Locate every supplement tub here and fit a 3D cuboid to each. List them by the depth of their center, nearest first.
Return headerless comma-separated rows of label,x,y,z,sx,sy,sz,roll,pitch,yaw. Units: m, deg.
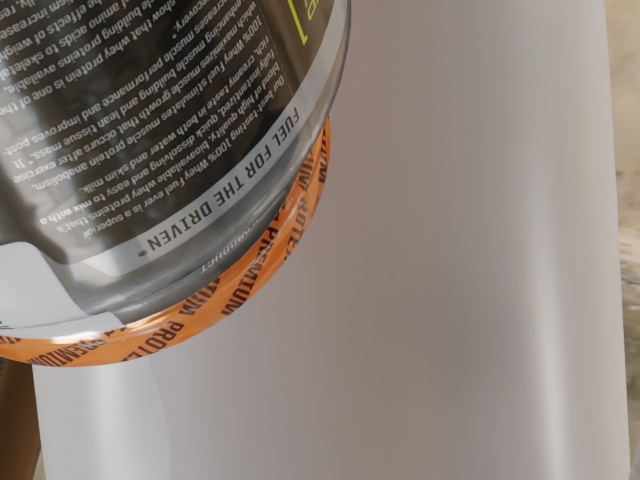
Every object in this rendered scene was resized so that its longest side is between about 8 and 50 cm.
supplement tub,-0.101,-0.103,0.438,0.194,0.316,0.193,-7,-122,10

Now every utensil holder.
utensil holder,0.000,0.000,0.905,0.328,0.327,0.385,-6,-75,-6

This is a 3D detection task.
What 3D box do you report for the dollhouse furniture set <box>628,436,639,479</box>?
dollhouse furniture set,0.237,0.252,0.695,0.198,0.286,0.303,5,-73,-20
